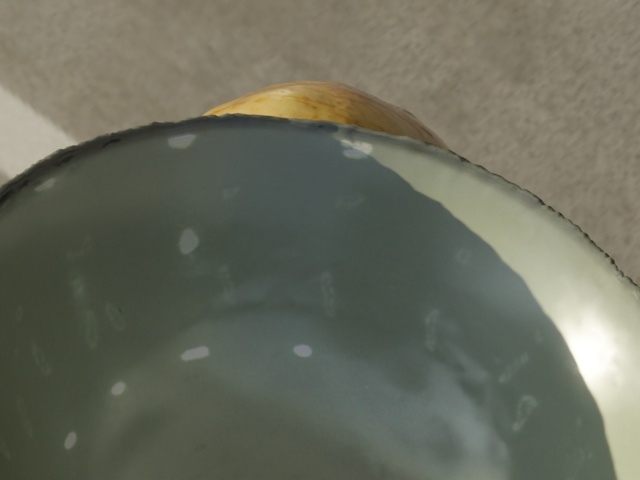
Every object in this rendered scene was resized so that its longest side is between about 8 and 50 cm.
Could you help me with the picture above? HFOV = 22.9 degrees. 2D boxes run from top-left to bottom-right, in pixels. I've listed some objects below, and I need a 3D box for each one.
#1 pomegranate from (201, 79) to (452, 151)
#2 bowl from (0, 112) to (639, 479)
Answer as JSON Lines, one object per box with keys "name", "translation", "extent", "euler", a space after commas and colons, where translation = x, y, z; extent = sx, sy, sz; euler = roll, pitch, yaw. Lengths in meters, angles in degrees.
{"name": "pomegranate", "translation": [0.000, 0.000, 1.110], "extent": [0.248, 0.248, 0.248], "euler": [20, 127, 28]}
{"name": "bowl", "translation": [-0.009, 0.109, 0.690], "extent": [0.337, 0.337, 0.157], "euler": [32, 135, 18]}
